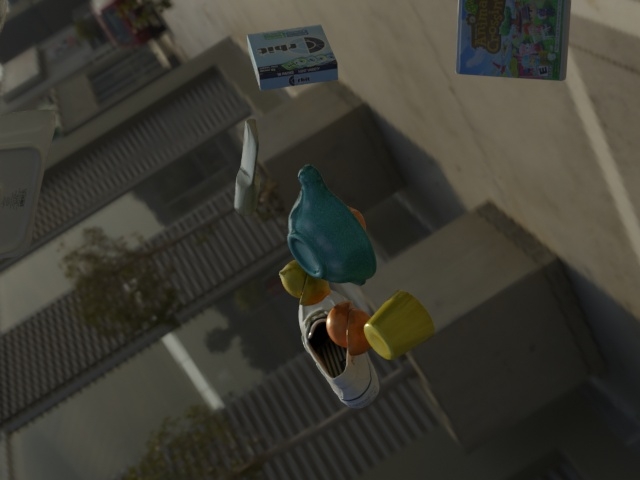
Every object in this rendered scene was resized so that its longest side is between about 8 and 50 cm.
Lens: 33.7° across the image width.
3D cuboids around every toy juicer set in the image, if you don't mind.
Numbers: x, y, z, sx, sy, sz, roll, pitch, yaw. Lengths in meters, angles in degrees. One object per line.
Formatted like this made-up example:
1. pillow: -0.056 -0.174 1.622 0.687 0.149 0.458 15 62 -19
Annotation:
1. toy juicer set: 0.000 0.000 1.288 0.329 0.089 0.209 55 158 -4

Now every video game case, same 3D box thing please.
1. video game case: 0.315 -0.374 1.729 0.193 0.023 0.212 10 108 32

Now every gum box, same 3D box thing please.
1. gum box: -0.058 -0.368 2.113 0.184 0.157 0.041 -108 11 -54

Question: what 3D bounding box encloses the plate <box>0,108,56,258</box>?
1. plate: -0.536 -0.062 1.624 0.045 0.278 0.277 37 122 30

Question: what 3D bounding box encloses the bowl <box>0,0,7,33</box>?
1. bowl: -0.496 -0.344 1.326 0.298 0.134 0.297 45 -149 -37

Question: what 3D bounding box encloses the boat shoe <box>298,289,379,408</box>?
1. boat shoe: 0.017 0.124 1.416 0.076 0.083 0.226 51 -177 -39
